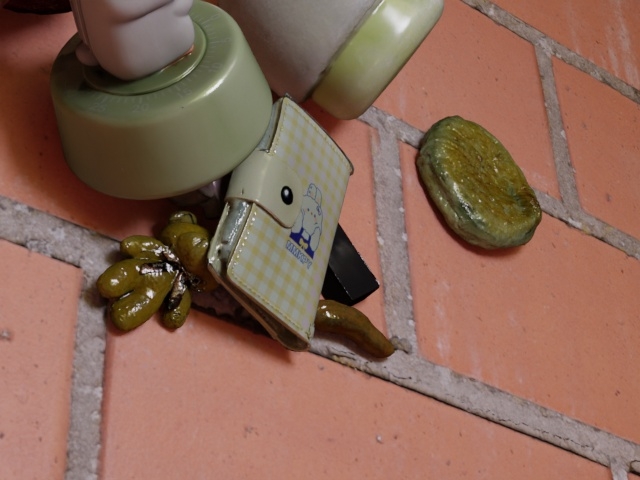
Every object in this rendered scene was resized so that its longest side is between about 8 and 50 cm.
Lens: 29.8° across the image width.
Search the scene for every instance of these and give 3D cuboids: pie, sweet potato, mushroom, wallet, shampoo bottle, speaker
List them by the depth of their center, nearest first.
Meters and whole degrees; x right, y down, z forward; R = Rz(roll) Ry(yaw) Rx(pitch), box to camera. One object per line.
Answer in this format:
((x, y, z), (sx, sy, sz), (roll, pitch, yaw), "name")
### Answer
((-0.050, -0.031, 1.689), (0.223, 0.077, 0.309), (48, 44, -42), "wallet")
((-0.161, -0.098, 1.696), (0.188, 0.117, 0.141), (-11, 94, -54), "mushroom")
((0.043, 0.125, 1.768), (0.182, 0.053, 0.054), (25, 40, -27), "sweet potato")
((0.000, 0.000, 1.829), (0.082, 0.044, 0.218), (-22, 77, -49), "speaker")
((0.011, -0.375, 1.911), (0.317, 0.322, 0.322), (41, 40, -3), "shampoo bottle")
((0.282, -0.099, 2.157), (0.277, 0.078, 0.277), (26, 41, -24), "pie")

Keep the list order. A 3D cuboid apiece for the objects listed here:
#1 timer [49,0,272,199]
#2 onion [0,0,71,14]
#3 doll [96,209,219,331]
((-0.228, -0.258, 1.521), (0.315, 0.291, 0.291), (78, 16, -46), "timer")
((-0.395, -0.416, 1.567), (0.348, 0.348, 0.385), (31, 50, -23), "onion")
((-0.198, 0.041, 1.577), (0.137, 0.097, 0.209), (55, 45, -4), "doll")
